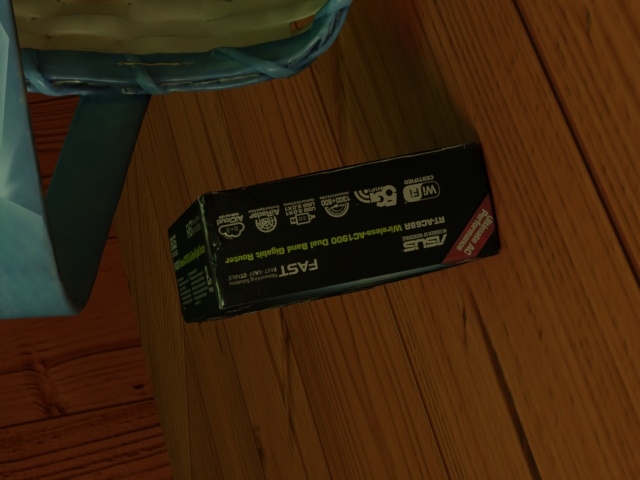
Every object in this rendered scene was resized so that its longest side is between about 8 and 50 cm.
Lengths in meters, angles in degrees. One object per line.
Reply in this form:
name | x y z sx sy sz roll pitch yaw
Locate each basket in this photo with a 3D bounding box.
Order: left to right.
basket | -0.083 -0.144 0.594 0.289 0.201 0.255 -87 -6 -64

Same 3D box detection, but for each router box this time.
router box | 0.000 0.000 0.633 0.122 0.092 0.038 150 109 -80
